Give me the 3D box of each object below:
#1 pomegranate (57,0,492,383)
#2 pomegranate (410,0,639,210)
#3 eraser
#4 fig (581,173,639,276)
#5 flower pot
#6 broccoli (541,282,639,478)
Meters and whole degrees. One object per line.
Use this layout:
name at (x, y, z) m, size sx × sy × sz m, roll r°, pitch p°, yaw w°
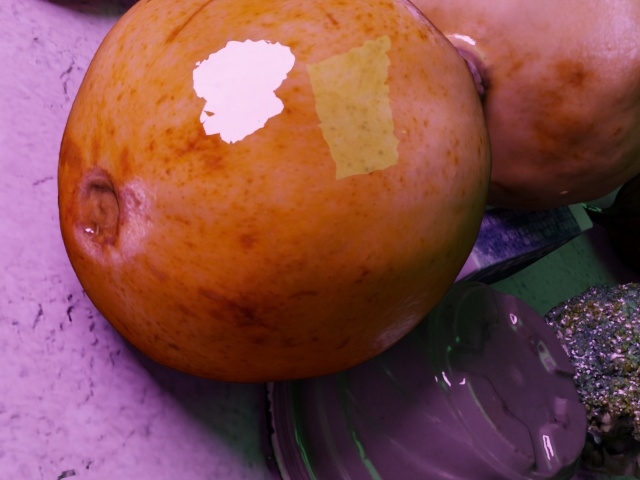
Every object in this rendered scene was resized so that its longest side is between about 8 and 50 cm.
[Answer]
pomegranate at (-0.023, -0.045, 0.665) m, size 0.264 × 0.264 × 0.264 m, roll 26°, pitch 46°, yaw -31°
pomegranate at (0.147, -0.175, 0.886) m, size 0.332 × 0.332 × 0.332 m, roll 26°, pitch 46°, yaw -31°
eraser at (0.143, 0.007, 0.937) m, size 0.212 × 0.092 × 0.046 m, roll -15°, pitch 73°, yaw -52°
fig at (0.364, -0.017, 1.141) m, size 0.202 × 0.149 × 0.148 m, roll -9°, pitch 87°, yaw -34°
flower pot at (0.089, 0.119, 0.759) m, size 0.235 × 0.140 × 0.235 m, roll 29°, pitch 44°, yaw -32°
broccoli at (0.255, 0.115, 0.922) m, size 0.195 × 0.195 × 0.156 m, roll -32°, pitch 107°, yaw -52°
